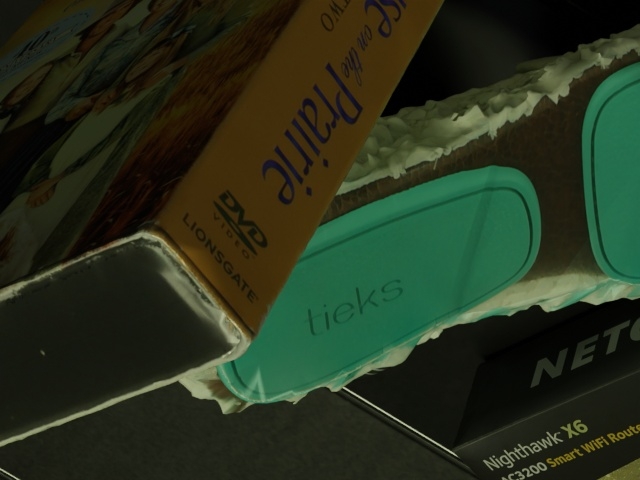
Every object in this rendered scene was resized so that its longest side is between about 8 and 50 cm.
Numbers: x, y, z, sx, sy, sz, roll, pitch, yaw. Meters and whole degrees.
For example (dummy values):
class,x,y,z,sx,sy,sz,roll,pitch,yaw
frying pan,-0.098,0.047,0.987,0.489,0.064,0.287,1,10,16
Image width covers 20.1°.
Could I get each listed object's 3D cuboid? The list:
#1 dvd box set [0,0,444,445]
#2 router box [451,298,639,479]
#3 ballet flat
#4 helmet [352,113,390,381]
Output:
class,x,y,z,sx,sy,sz,roll,pitch,yaw
dvd box set,-0.083,-0.061,0.813,0.307,0.420,0.062,-21,115,36
router box,0.272,0.125,1.061,0.309,0.081,0.243,-30,114,38
ballet flat,0.088,-0.037,0.884,0.147,0.408,0.147,42,140,50
helmet,0.000,0.000,1.009,0.169,0.161,0.169,11,132,13
